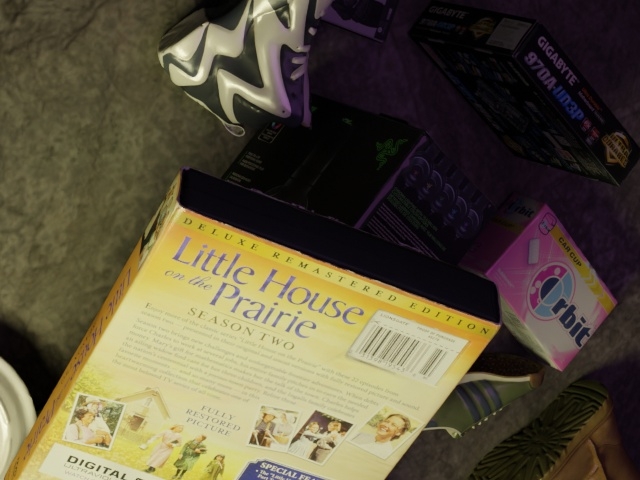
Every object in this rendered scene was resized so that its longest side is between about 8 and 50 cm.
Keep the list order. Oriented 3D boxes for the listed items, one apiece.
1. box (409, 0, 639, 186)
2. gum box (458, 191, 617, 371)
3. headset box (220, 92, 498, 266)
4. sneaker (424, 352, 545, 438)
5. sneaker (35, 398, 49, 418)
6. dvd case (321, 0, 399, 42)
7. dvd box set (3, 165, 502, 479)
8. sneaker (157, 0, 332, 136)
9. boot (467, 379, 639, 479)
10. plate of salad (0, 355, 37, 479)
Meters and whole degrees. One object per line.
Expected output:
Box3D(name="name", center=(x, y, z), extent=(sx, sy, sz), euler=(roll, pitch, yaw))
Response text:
Box3D(name="box", center=(0.216, -0.154, 2.057), extent=(0.051, 0.175, 0.220), euler=(-53, 125, -12))
Box3D(name="gum box", center=(0.247, 0.050, 2.209), extent=(0.107, 0.062, 0.188), euler=(-48, 124, -12))
Box3D(name="headset box", center=(0.000, 0.000, 1.916), extent=(0.283, 0.246, 0.131), euler=(-52, 124, -9))
Box3D(name="sneaker", center=(0.161, 0.178, 2.196), extent=(0.192, 0.064, 0.086), euler=(-2, 113, -33))
Box3D(name="sneaker", center=(-0.283, 0.206, 1.919), extent=(0.098, 0.038, 0.069), euler=(-29, 118, -23))
Box3D(name="dvd case", center=(-0.003, -0.316, 1.953), extent=(0.238, 0.029, 0.179), euler=(17, 95, -35))
Box3D(name="dvd box set", center=(-0.072, 0.144, 1.757), extent=(0.307, 0.062, 0.420), euler=(20, 128, -17))
Box3D(name="sneaker", center=(-0.023, -0.186, 1.887), extent=(0.235, 0.094, 0.153), euler=(-34, 112, 6))
Box3D(name="boot", center=(0.305, 0.332, 2.319), extent=(0.236, 0.089, 0.269), euler=(-37, 123, -19))
Box3D(name="plate of salad", center=(-0.366, 0.186, 1.848), extent=(0.200, 0.048, 0.200), euler=(-2, 96, -20))
